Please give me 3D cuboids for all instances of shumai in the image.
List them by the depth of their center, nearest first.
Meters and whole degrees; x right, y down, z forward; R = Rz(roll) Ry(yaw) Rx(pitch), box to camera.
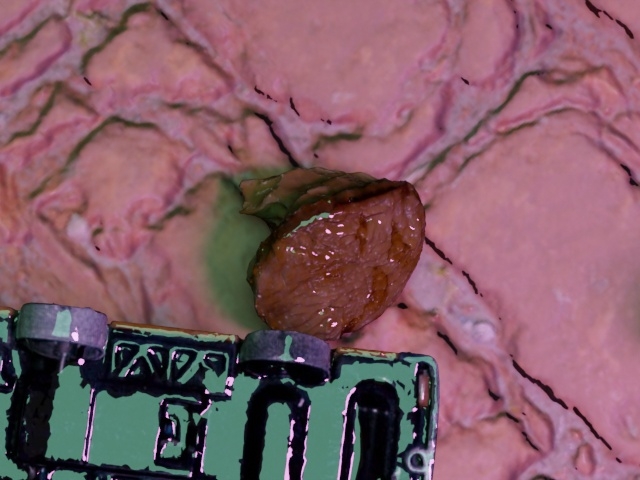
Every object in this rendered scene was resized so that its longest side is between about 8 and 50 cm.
[{"bbox_3d":[0.011,0.000,1.396,0.139,0.105,0.123,-17,127,2],"label":"shumai"}]

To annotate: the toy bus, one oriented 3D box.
[{"bbox_3d":[-0.088,0.139,1.303,0.323,0.194,0.161,7,80,-1],"label":"toy bus"}]
